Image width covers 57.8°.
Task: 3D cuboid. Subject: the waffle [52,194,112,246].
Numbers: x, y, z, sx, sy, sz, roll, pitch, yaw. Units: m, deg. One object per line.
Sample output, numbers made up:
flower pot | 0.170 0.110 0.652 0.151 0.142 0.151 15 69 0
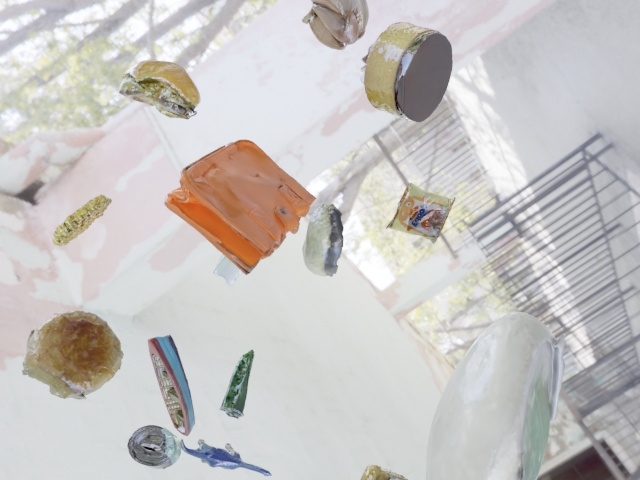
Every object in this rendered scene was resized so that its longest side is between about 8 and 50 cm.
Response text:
waffle | -0.626 -0.053 1.517 0.038 0.191 0.191 47 -171 -8

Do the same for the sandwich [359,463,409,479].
sandwich | 0.146 0.786 1.689 0.087 0.251 0.226 22 166 35

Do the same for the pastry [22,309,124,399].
pastry | -0.689 0.316 1.623 0.257 0.121 0.235 35 -139 -18

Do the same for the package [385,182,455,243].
package | 0.205 -0.054 1.166 0.121 0.107 0.031 16 -158 -15

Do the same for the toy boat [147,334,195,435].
toy boat | -0.498 0.483 1.955 0.136 0.079 0.391 13 120 43

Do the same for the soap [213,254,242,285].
soap | -0.294 0.045 2.071 0.091 0.145 0.230 38 -164 -13

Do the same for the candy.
candy | 0.297 0.323 0.991 0.186 0.426 0.386 17 -155 30

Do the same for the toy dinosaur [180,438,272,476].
toy dinosaur | -0.287 0.647 1.715 0.248 0.075 0.188 32 160 -36

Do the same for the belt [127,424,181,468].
belt | -0.623 0.780 2.194 0.199 0.151 0.078 13 152 15

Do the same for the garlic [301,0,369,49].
garlic | 0.058 -0.656 1.642 0.191 0.160 0.214 40 158 9

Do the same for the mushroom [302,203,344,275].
mushroom | -0.002 0.000 2.045 0.344 0.130 0.247 117 146 -74

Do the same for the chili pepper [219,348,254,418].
chili pepper | -0.254 0.457 1.884 0.088 0.059 0.226 45 -134 -33

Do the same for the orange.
orange | -0.331 -0.324 1.223 0.160 0.112 0.170 17 167 20

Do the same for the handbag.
handbag | -0.191 -0.106 1.514 0.304 0.116 0.410 39 -152 -1

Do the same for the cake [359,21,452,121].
cake | 0.155 -0.357 1.200 0.178 0.184 0.208 27 -161 29
